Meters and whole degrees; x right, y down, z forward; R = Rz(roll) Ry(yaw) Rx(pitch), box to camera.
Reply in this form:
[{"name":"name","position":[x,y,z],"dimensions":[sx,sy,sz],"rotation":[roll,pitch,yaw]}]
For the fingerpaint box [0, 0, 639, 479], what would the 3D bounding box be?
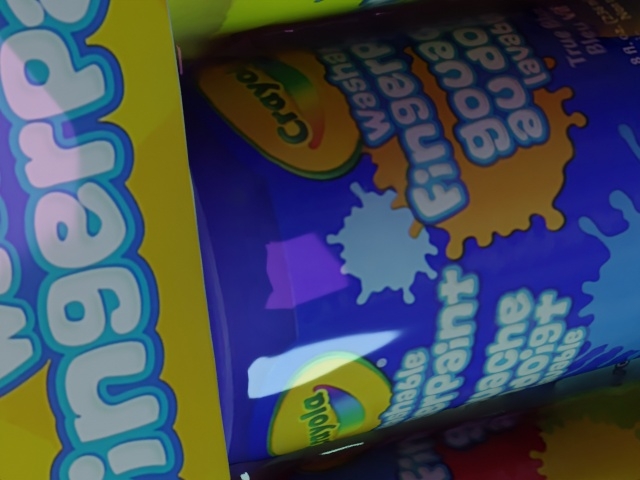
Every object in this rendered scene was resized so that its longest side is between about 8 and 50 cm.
[{"name":"fingerpaint box","position":[0.000,0.000,0.554],"dimensions":[0.371,0.163,0.445],"rotation":[-12,108,-19]}]
